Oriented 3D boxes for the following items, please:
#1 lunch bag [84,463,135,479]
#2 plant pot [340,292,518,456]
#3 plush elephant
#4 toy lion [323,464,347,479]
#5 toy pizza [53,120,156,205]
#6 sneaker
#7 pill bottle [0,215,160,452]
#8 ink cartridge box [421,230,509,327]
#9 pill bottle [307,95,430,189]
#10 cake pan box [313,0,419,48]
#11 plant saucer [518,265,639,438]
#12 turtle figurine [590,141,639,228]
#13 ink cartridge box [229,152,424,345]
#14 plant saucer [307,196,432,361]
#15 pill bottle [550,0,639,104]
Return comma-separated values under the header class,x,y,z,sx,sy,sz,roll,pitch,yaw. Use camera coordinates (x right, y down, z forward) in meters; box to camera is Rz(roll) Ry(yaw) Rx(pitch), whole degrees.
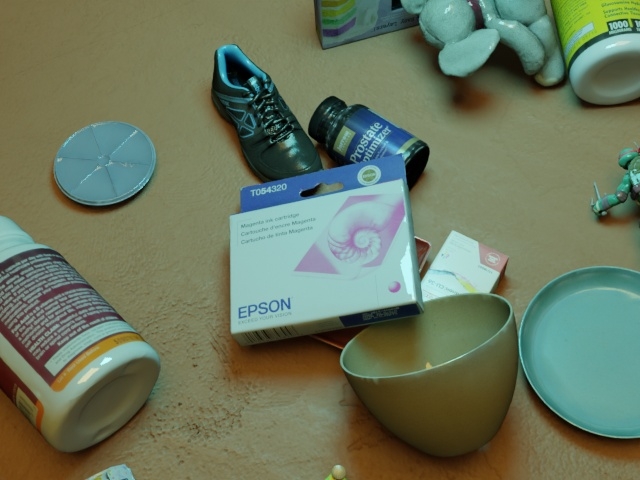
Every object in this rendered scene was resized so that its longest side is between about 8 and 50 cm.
class,x,y,z,sx,sy,sz,roll,pitch,yaw
lunch bag,-0.339,0.409,1.572,0.083,0.053,0.071,-22,62,-20
plant pot,0.196,0.229,1.547,0.284,0.284,0.191,-23,105,-10
plush elephant,0.312,-0.434,1.914,0.255,0.330,0.272,-21,67,12
toy lion,0.024,0.419,1.561,0.100,0.034,0.096,-24,69,-10
toy pizza,-0.423,-0.149,1.908,0.201,0.032,0.201,-1,59,2
sneaker,-0.116,-0.236,1.879,0.125,0.140,0.341,-32,65,-18
pill bottle,-0.474,0.147,1.632,0.224,0.224,0.392,-41,67,-19
ink cartridge box,0.237,0.094,1.711,0.115,0.067,0.198,26,65,16
pill bottle,0.088,-0.184,1.847,0.219,0.123,0.123,34,67,20
cake pan box,0.115,-0.519,1.969,0.267,0.246,0.070,-15,64,-7
plant saucer,0.497,0.191,1.653,0.317,0.044,0.317,-2,58,3
turtle figurine,0.589,-0.085,1.774,0.175,0.118,0.234,-18,66,-7
ink cartridge box,0.000,0.000,1.686,0.324,0.071,0.330,-12,60,13
plant saucer,0.036,0.072,1.747,0.258,0.048,0.259,21,63,14
pill bottle,0.565,-0.454,1.938,0.188,0.188,0.334,-5,60,0
